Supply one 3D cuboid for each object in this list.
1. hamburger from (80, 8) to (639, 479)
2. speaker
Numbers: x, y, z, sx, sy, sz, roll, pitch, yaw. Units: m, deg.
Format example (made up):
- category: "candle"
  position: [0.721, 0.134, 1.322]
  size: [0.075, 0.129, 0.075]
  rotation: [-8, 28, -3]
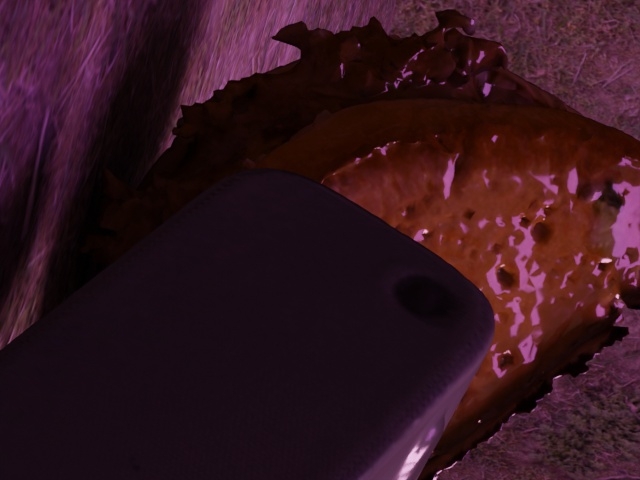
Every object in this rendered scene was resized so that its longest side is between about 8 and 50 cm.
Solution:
- category: "hamburger"
  position: [0.000, 0.000, 1.327]
  size: [0.445, 0.287, 0.268]
  rotation: [-36, -151, -2]
- category: "speaker"
  position: [-0.086, 0.146, 1.006]
  size: [0.406, 0.183, 0.184]
  rotation: [-41, 158, -46]
